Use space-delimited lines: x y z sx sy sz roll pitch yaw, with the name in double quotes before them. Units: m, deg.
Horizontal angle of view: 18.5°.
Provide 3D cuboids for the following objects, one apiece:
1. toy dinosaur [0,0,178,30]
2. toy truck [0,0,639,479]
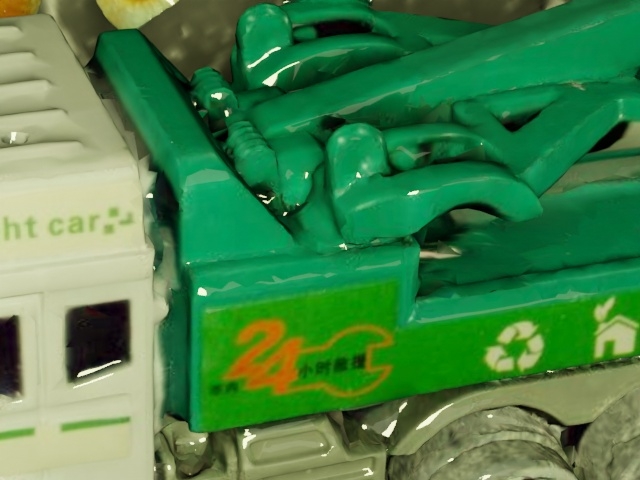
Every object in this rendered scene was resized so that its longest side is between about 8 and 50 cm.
"toy dinosaur" -0.087 -0.140 0.664 0.212 0.057 0.142 -41 99 -16
"toy truck" -0.002 0.007 0.630 0.363 0.176 0.178 -11 122 -16
